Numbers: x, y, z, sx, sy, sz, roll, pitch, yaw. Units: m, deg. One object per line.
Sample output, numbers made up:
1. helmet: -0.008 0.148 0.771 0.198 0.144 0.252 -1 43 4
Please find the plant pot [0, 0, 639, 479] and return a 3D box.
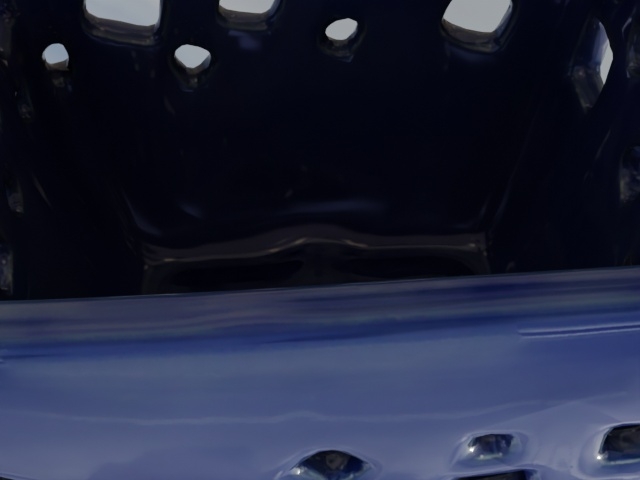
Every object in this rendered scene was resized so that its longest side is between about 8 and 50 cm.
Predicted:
1. plant pot: 0.000 0.000 0.594 0.236 0.212 0.236 -3 -130 -2
